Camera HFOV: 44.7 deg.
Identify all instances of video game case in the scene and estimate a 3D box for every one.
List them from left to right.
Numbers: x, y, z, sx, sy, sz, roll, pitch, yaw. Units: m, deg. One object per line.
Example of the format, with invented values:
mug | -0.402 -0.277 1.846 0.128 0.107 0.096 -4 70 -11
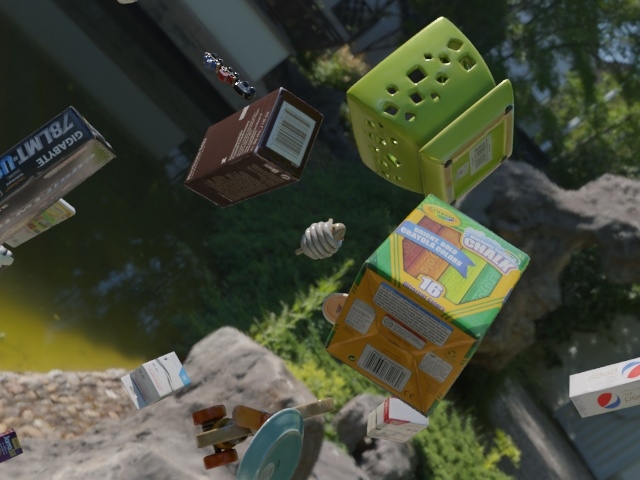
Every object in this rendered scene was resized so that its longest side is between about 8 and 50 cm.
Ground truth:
video game case | -0.818 -0.077 2.130 0.026 0.206 0.227 62 1 26

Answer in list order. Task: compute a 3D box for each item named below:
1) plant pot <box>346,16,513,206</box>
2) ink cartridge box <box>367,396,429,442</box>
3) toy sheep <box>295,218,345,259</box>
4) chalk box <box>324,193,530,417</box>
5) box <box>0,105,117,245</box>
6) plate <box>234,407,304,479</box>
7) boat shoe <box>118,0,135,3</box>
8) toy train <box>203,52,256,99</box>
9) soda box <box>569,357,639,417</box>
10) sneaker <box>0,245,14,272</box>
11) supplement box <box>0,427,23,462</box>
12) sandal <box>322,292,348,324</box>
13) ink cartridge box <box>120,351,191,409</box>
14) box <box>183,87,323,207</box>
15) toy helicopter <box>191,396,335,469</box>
plant pot | 0.203 -0.200 1.335 0.207 0.227 0.228 46 -10 28
ink cartridge box | 0.177 0.414 1.794 0.099 0.135 0.056 13 57 -14
toy sheep | 0.000 0.000 1.747 0.091 0.132 0.091 45 26 -29
chalk box | 0.168 0.071 1.120 0.180 0.179 0.289 32 40 11
box | -0.500 -0.098 1.334 0.073 0.296 0.293 52 -7 -6
plate | -0.077 0.374 1.309 0.024 0.188 0.188 21 -6 29
boat shoe | -0.423 -0.612 1.792 0.302 0.113 0.103 -93 178 -47
toy train | -0.198 -0.348 1.646 0.158 0.036 0.027 43 -37 21
soda box | 0.657 0.314 1.690 0.069 0.216 0.074 56 31 -20
sneaker | -0.775 0.095 1.667 0.106 0.281 0.162 39 54 -24
supplement box | -0.679 0.440 1.641 0.043 0.083 0.054 -10 -79 62
sandal | 0.129 0.180 1.697 0.265 0.101 0.076 15 -11 6
ink cartridge box | -0.446 0.382 2.123 0.104 0.060 0.180 58 25 8
box | -0.173 -0.221 1.928 0.143 0.191 0.381 30 -24 -26
toy helicopter | -0.123 0.428 1.857 0.235 0.355 0.140 134 -58 -62
